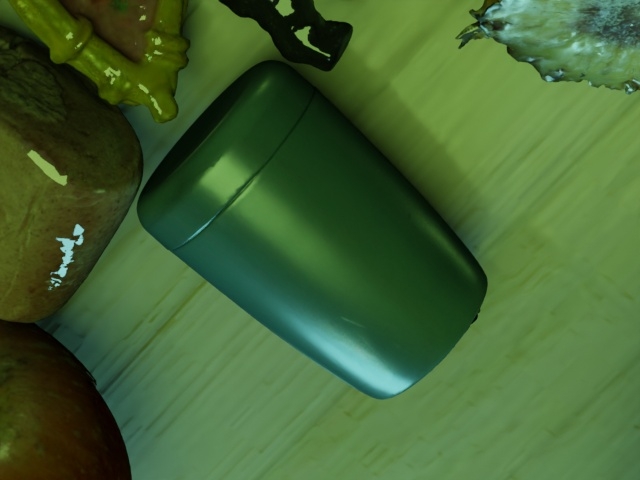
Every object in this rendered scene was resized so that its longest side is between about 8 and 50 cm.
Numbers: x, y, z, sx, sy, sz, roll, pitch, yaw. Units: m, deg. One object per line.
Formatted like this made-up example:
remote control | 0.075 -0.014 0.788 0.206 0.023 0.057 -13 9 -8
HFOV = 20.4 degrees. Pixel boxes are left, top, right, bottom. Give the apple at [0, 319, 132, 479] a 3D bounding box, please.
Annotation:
apple | -0.244 0.155 1.009 0.272 0.251 0.206 2 131 -9

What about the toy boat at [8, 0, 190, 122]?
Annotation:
toy boat | -0.126 -0.213 0.920 0.141 0.099 0.318 -20 125 -20

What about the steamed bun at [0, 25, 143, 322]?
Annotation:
steamed bun | -0.188 -0.043 1.000 0.175 0.106 0.145 39 125 10

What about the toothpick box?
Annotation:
toothpick box | 0.000 0.000 0.984 0.184 0.120 0.120 42 110 -12

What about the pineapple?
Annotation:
pineapple | 0.157 -0.172 0.907 0.176 0.136 0.161 0 154 2

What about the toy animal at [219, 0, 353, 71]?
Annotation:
toy animal | 0.015 -0.211 0.920 0.121 0.094 0.225 32 111 2
